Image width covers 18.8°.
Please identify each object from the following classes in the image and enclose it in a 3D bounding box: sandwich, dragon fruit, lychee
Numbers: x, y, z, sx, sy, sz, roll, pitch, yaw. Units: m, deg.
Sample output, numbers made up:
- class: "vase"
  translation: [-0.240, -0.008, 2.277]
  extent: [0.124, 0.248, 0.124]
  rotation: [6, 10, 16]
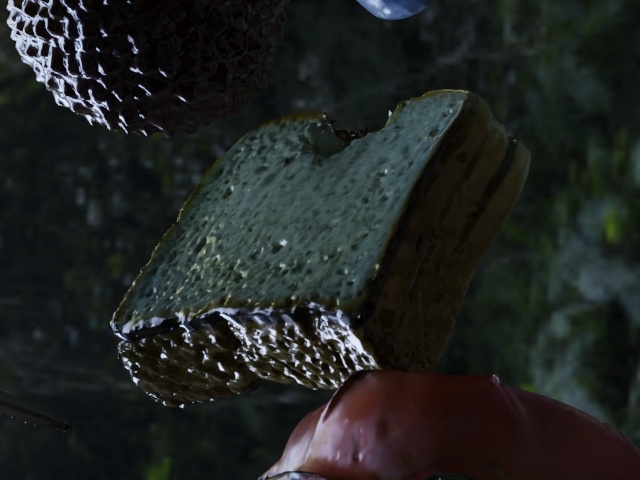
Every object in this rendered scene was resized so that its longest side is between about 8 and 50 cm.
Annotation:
- class: "sandwich"
  translation: [0.001, 0.001, 1.410]
  extent: [0.095, 0.273, 0.249]
  rotation: [50, -127, -29]
- class: "dragon fruit"
  translation: [0.092, 0.224, 1.261]
  extent: [0.290, 0.290, 0.189]
  rotation: [64, -154, -48]
- class: "lychee"
  translation: [-0.151, -0.214, 1.581]
  extent: [0.271, 0.271, 0.271]
  rotation: [4, -90, -66]

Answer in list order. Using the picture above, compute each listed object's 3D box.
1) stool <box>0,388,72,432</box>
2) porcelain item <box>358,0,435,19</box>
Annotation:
- class: "stool"
  translation: [-0.380, 0.205, 1.572]
  extent: [0.170, 0.269, 0.243]
  rotation: [25, -94, -49]
- class: "porcelain item"
  translation: [-0.042, -0.199, 0.860]
  extent: [0.259, 0.141, 0.141]
  rotation: [32, -120, -27]
